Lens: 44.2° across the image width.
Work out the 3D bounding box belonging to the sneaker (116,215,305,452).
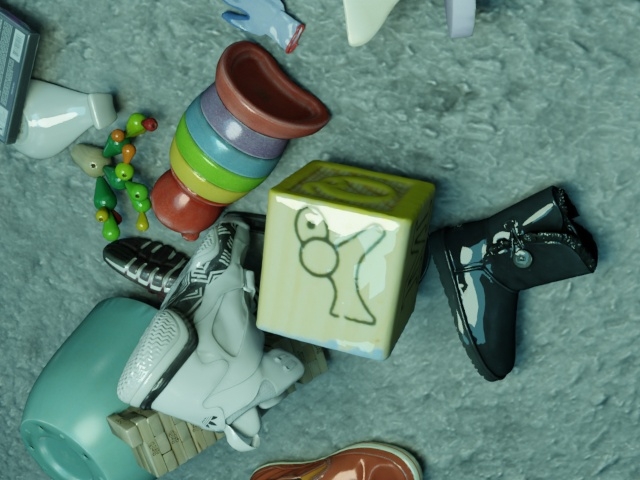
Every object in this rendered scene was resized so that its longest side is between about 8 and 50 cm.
[{"bbox_3d":[-0.127,0.130,1.133,0.210,0.366,0.137,33,129,-10],"label":"sneaker"}]

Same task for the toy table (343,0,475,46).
[{"bbox_3d":[0.095,-0.377,0.946,0.160,0.252,0.275,-6,96,6],"label":"toy table"}]

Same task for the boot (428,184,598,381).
[{"bbox_3d":[0.284,0.065,1.093,0.207,0.094,0.247,-19,95,30],"label":"boot"}]

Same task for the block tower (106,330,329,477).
[{"bbox_3d":[-0.149,0.235,1.208,0.091,0.335,0.097,-1,111,56],"label":"block tower"}]

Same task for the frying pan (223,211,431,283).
[{"bbox_3d":[0.015,-0.023,1.200,0.326,0.053,0.197,31,115,6],"label":"frying pan"}]

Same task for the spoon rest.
[{"bbox_3d":[-0.431,-0.204,1.300,0.276,0.084,0.137,1,108,35],"label":"spoon rest"}]

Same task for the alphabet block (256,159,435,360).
[{"bbox_3d":[0.037,0.019,1.070,0.192,0.193,0.197,13,111,13],"label":"alphabet block"}]

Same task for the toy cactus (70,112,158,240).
[{"bbox_3d":[-0.332,-0.116,1.284,0.180,0.112,0.219,29,121,31],"label":"toy cactus"}]

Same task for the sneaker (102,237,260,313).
[{"bbox_3d":[-0.245,0.111,1.316,0.281,0.106,0.163,21,118,13],"label":"sneaker"}]

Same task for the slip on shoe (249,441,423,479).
[{"bbox_3d":[0.015,0.419,1.325,0.331,0.101,0.123,-14,101,24],"label":"slip on shoe"}]

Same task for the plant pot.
[{"bbox_3d":[-0.339,0.280,1.292,0.292,0.235,0.293,18,132,21],"label":"plant pot"}]

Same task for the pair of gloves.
[{"bbox_3d":[-0.062,-0.375,1.114,0.159,0.023,0.198,38,119,3],"label":"pair of gloves"}]

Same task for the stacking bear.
[{"bbox_3d":[-0.151,-0.123,1.170,0.175,0.164,0.289,43,122,2],"label":"stacking bear"}]

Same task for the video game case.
[{"bbox_3d":[-0.576,-0.311,1.303,0.274,0.026,0.196,36,118,23],"label":"video game case"}]
